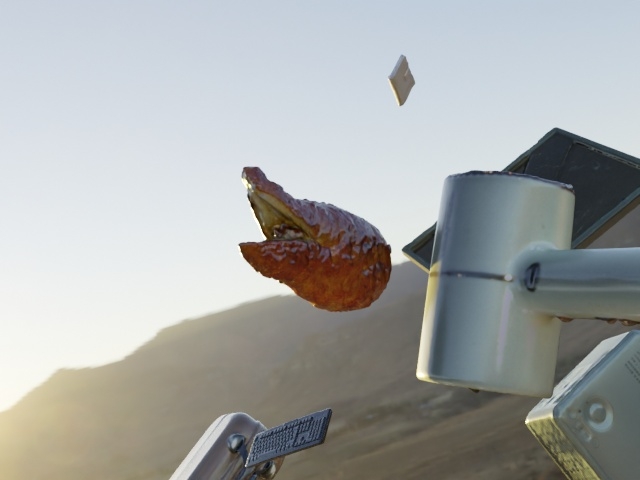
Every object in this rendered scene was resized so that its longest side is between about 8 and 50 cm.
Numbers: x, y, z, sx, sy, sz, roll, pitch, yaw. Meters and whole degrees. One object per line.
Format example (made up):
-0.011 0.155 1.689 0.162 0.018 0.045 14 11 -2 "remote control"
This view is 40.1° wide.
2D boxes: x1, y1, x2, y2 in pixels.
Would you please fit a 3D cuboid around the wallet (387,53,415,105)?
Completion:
0.114 -0.224 1.232 0.011 0.044 0.083 26 -10 23 "wallet"

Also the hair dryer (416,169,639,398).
0.224 0.039 0.721 0.128 0.203 0.362 13 -8 -29 "hair dryer"

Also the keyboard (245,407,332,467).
-0.043 0.254 1.126 0.155 0.010 0.053 -30 30 40 "keyboard"

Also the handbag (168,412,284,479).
-0.197 0.482 1.726 0.302 0.149 0.283 -50 9 -28 "handbag"

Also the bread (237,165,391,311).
0.002 0.008 1.051 0.095 0.139 0.269 -19 -28 26 "bread"

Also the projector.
0.413 0.271 1.137 0.192 0.256 0.099 -37 -4 -24 "projector"

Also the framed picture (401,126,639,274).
0.313 -0.036 1.317 0.335 0.022 0.247 -38 34 -9 "framed picture"
